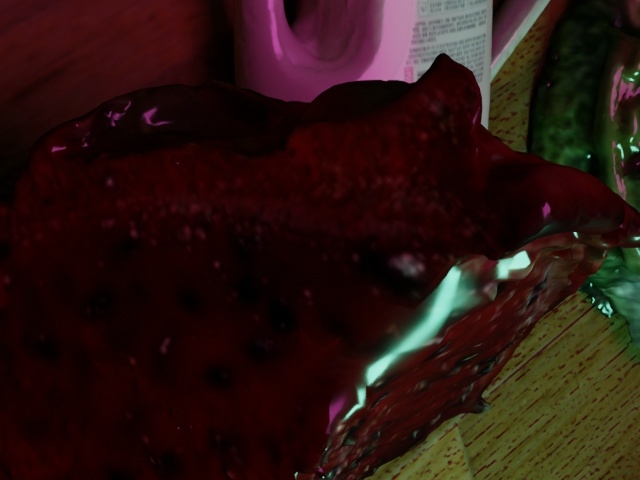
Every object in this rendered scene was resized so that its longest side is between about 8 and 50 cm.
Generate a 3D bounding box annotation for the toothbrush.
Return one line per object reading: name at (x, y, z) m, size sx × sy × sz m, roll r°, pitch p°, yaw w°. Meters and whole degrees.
toothbrush at (0.090, -0.090, 1.078) m, size 0.307 × 0.025 × 0.029 m, roll -56°, pitch 139°, yaw -17°

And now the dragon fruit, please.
dragon fruit at (-0.006, -0.008, 0.831) m, size 0.286 × 0.228 × 0.329 m, roll -24°, pitch 160°, yaw -49°

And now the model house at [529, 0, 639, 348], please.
model house at (0.327, -0.046, 1.149) m, size 0.321 × 0.266 × 0.261 m, roll 51°, pitch 62°, yaw -38°

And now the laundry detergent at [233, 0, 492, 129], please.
laundry detergent at (0.022, -0.178, 0.950) m, size 0.159 × 0.088 × 0.335 m, roll -11°, pitch 107°, yaw -33°
